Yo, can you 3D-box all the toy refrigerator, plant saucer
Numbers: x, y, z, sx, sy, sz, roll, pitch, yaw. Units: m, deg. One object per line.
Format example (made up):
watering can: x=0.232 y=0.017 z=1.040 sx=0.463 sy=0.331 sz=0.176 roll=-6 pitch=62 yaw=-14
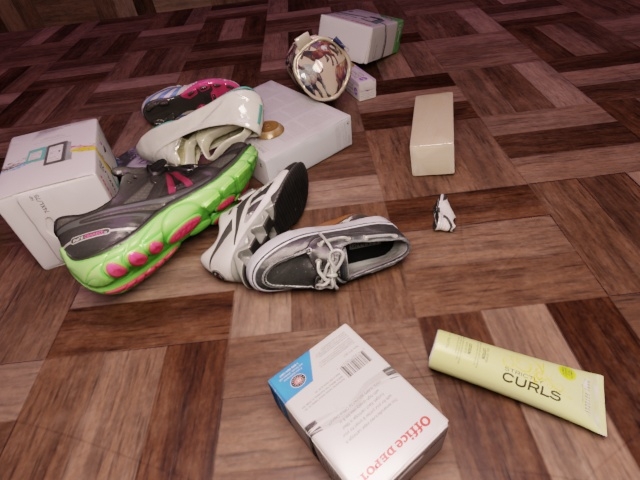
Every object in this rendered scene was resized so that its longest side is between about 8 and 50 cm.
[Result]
toy refrigerator: x=0.293 y=-0.277 z=1.096 sx=0.102 sy=0.094 sz=0.270 roll=-1 pitch=42 yaw=17
plant saucer: x=-0.135 y=-0.288 z=1.088 sx=0.083 sy=0.015 sz=0.084 roll=-5 pitch=44 yaw=4

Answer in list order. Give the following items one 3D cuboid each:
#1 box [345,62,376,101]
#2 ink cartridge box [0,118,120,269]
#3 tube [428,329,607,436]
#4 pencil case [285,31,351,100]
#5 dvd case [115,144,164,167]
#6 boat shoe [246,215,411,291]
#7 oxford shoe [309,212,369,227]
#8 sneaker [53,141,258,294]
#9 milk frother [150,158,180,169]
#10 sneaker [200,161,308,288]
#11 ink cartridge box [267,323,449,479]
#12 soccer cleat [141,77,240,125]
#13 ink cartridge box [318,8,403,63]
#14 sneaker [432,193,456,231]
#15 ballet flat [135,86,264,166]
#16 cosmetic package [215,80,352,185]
box: x=0.089 y=-0.575 z=1.462 sx=0.067 sy=0.063 sz=0.324 roll=-19 pitch=44 yaw=-12
ink cartridge box: x=-0.571 y=-0.113 z=0.969 sx=0.197 sy=0.198 sz=0.270 roll=-18 pitch=45 yaw=-12
tube: x=0.283 y=0.194 z=0.617 sx=0.239 sy=0.062 sz=0.070 roll=16 pitch=88 yaw=18
pencil case: x=-0.019 y=-0.543 z=1.300 sx=0.159 sy=0.184 sz=0.410 roll=-22 pitch=26 yaw=2
dvd case: x=-0.476 y=-0.236 z=1.219 sx=0.221 sy=0.018 sz=0.165 roll=19 pitch=49 yaw=26
boat shoe: x=0.019 y=0.039 z=0.780 sx=0.305 sy=0.113 sz=0.105 roll=-11 pitch=28 yaw=-17
oxford shoe: x=0.000 y=0.000 z=0.873 sx=0.212 sy=0.076 sz=0.076 roll=-19 pitch=14 yaw=-8
sneaker: x=-0.306 y=-0.102 z=0.868 sx=0.202 sy=0.185 sz=0.483 roll=42 pitch=48 yaw=4
milk frother: x=-0.390 y=-0.113 z=1.031 sx=0.143 sy=0.129 sz=0.135 roll=-31 pitch=21 yaw=45
sneaker: x=-0.137 y=-0.058 z=0.898 sx=0.146 sy=0.123 sz=0.331 roll=10 pitch=50 yaw=26
ink cartridge box: x=0.047 y=0.238 z=0.582 sx=0.148 sy=0.086 sz=0.203 roll=-30 pitch=48 yaw=-23
soccer cleat: x=-0.426 y=-0.477 z=1.396 sx=0.330 sy=0.116 sz=0.143 roll=-16 pitch=44 yaw=-8
ink cartridge box: x=0.149 y=-0.751 z=1.546 sx=0.210 sy=0.122 sz=0.289 roll=25 pitch=39 yaw=19
sneaker: x=0.266 y=-0.057 z=0.907 sx=0.043 sy=0.040 sz=0.109 roll=15 pitch=49 yaw=1
ballet flat: x=-0.313 y=-0.250 z=1.067 sx=0.399 sy=0.139 sz=0.139 roll=-18 pitch=38 yaw=23
cosmetic package: x=-0.140 y=-0.316 z=1.196 sx=0.284 sy=0.098 sz=0.377 roll=-32 pitch=48 yaw=-25
